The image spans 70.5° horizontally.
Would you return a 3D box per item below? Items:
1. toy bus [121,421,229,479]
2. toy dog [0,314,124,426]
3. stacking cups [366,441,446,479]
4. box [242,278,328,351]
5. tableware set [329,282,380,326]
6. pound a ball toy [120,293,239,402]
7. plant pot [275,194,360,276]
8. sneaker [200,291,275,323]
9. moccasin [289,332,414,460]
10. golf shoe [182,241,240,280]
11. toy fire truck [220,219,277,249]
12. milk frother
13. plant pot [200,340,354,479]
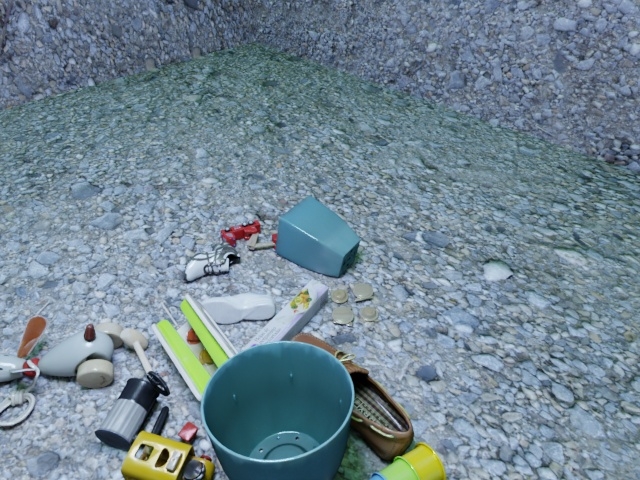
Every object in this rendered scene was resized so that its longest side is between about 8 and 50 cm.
[{"bbox_3d":[-0.300,0.467,0.930,0.202,0.104,0.191,-20,51,-26],"label":"toy bus"},{"bbox_3d":[-0.654,0.273,1.102,0.334,0.160,0.220,-20,45,-25],"label":"toy dog"},{"bbox_3d":[0.101,0.517,0.909,0.317,0.095,0.096,-15,43,-25],"label":"stacking cups"},{"bbox_3d":[-0.089,0.230,1.272,0.063,0.067,0.324,24,45,24],"label":"box"},{"bbox_3d":[0.099,0.192,1.368,0.141,0.020,0.168,-3,41,-5],"label":"tableware set"},{"bbox_3d":[-0.338,0.294,1.153,0.208,0.135,0.319,-43,54,-11],"label":"pound a ball toy"},{"bbox_3d":[0.000,0.000,1.484,0.234,0.165,0.165,30,47,19],"label":"plant pot"},{"bbox_3d":[-0.240,0.186,1.319,0.213,0.080,0.094,3,28,-11],"label":"sneaker"},{"bbox_3d":[0.060,0.346,1.080,0.139,0.146,0.380,-24,47,-29],"label":"moccasin"},{"bbox_3d":[-0.341,0.074,1.431,0.094,0.077,0.198,29,47,27],"label":"golf shoe"},{"bbox_3d":[-0.234,-0.008,1.560,0.192,0.047,0.135,-17,46,-22],"label":"toy fire truck"},{"bbox_3d":[-0.413,0.376,1.014,0.129,0.143,0.134,13,41,5],"label":"milk frother"},{"bbox_3d":[-0.077,0.393,0.926,0.293,0.235,0.293,-2,29,1],"label":"plant pot"}]
